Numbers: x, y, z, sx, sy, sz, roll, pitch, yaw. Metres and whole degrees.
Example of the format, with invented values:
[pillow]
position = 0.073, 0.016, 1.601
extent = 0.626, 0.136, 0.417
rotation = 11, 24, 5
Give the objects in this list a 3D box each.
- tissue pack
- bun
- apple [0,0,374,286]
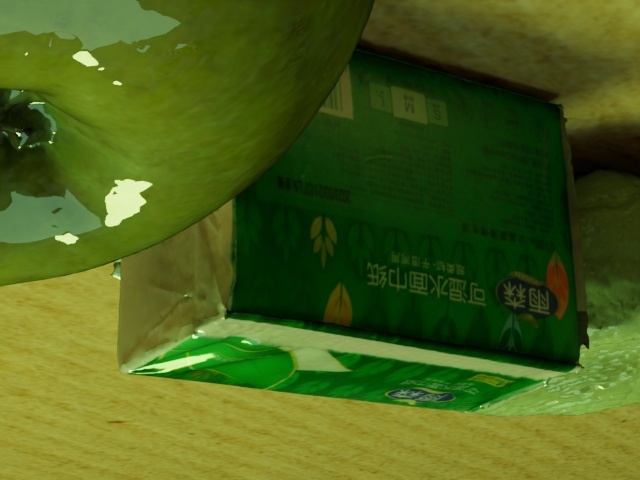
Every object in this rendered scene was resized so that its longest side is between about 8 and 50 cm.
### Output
[tissue pack]
position = 0.001, 0.002, 0.859
extent = 0.209, 0.148, 0.156
rotation = 11, 156, -35
[bun]
position = 0.144, 0.028, 0.997
extent = 0.195, 0.118, 0.195
rotation = -11, 159, -4
[apple]
position = -0.104, -0.098, 0.497
extent = 0.261, 0.194, 0.261
rotation = -4, 153, -2
